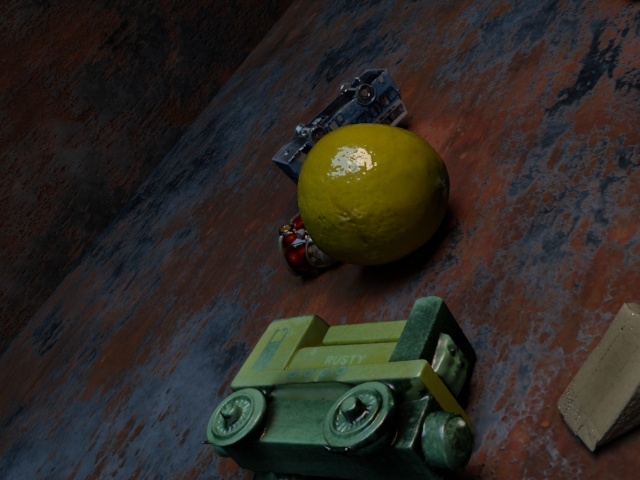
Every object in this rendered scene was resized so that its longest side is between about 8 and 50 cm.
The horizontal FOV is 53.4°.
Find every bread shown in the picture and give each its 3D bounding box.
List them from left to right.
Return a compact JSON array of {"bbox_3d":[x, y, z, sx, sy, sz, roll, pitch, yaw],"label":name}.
[{"bbox_3d":[0.335,0.146,0.658,0.077,0.105,0.152,-108,38,-59],"label":"bread"}]

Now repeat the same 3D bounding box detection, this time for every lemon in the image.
[{"bbox_3d":[0.099,-0.077,1.042,0.219,0.240,0.240,-5,44,32],"label":"lemon"}]

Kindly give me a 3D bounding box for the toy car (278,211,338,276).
[{"bbox_3d":[0.000,0.000,1.206,0.112,0.112,0.139,6,43,36],"label":"toy car"}]

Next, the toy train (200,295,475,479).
[{"bbox_3d":[0.027,0.207,0.827,0.397,0.160,0.253,-13,31,41],"label":"toy train"}]

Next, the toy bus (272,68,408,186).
[{"bbox_3d":[0.045,-0.232,1.362,0.297,0.131,0.106,-43,26,-10],"label":"toy bus"}]
